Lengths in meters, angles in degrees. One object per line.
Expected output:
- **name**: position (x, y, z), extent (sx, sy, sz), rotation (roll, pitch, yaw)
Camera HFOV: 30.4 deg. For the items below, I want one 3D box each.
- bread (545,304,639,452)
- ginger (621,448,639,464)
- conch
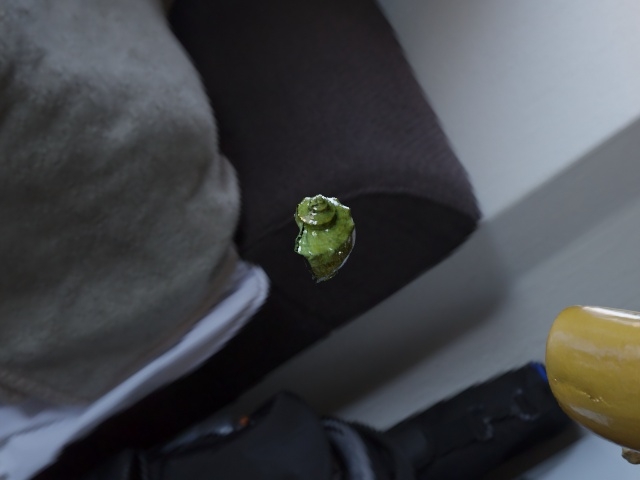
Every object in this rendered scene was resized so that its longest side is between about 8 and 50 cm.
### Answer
- **bread**: position (0.288, 0.128, 0.996), extent (0.098, 0.217, 0.147), rotation (-51, 120, -30)
- **ginger**: position (0.401, 0.179, 1.342), extent (0.089, 0.075, 0.288), rotation (55, 30, 0)
- **conch**: position (0.000, 0.000, 1.349), extent (0.074, 0.089, 0.121), rotation (23, -44, 28)
